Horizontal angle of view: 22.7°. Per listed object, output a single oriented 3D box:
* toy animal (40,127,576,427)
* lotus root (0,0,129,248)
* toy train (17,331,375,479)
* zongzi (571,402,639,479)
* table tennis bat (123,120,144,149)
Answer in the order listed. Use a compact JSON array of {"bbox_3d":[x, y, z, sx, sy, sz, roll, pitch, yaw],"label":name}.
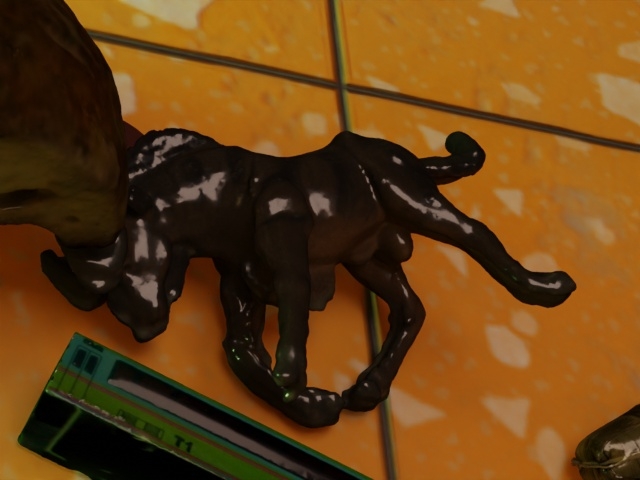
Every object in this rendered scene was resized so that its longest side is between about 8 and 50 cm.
[{"bbox_3d":[0.000,0.000,0.714,0.232,0.084,0.148,-17,69,-29],"label":"toy animal"},{"bbox_3d":[-0.228,-0.076,0.593,0.314,0.142,0.210,-15,57,-30],"label":"lotus root"},{"bbox_3d":[-0.018,0.104,0.659,0.209,0.044,0.042,27,47,-8],"label":"toy train"},{"bbox_3d":[0.165,0.118,0.758,0.076,0.040,0.083,-25,88,-31],"label":"zongzi"},{"bbox_3d":[-0.089,-0.028,0.743,0.083,0.007,0.050,42,49,6],"label":"table tennis bat"}]
